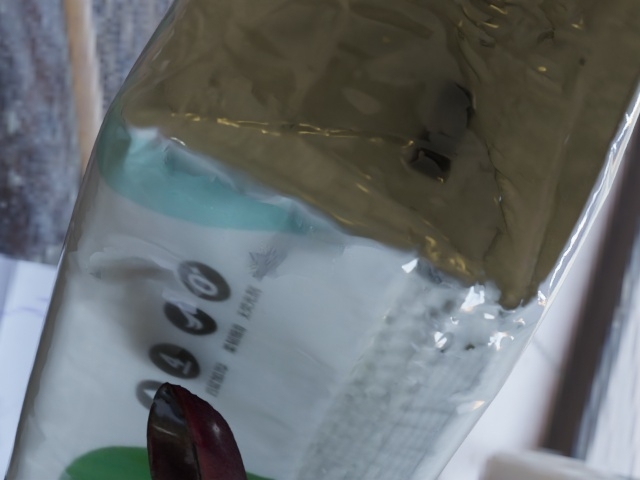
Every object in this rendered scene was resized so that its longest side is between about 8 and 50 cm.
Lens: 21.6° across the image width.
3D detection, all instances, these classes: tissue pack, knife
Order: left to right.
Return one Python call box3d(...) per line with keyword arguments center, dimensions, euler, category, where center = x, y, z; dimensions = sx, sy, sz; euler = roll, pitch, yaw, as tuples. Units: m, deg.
box3d(center=(-0.048, 0.138, 0.541), dimensions=(0.278, 0.053, 0.123), euler=(-87, -160, -64), category="knife")
box3d(center=(-0.001, -0.001, 0.774), dimensions=(0.266, 0.194, 0.356), euler=(-62, 179, -38), category="tissue pack")
